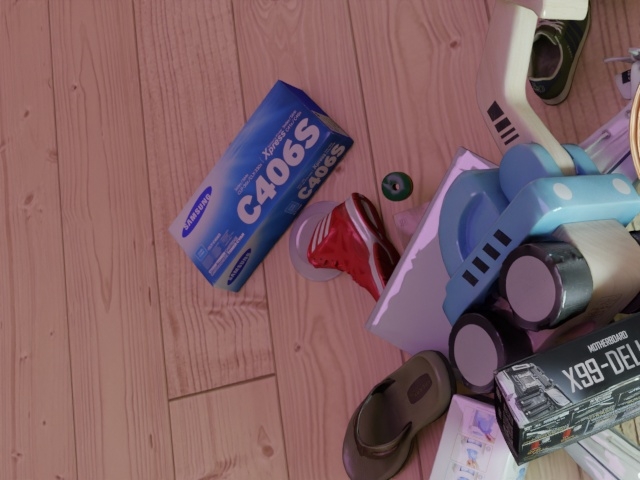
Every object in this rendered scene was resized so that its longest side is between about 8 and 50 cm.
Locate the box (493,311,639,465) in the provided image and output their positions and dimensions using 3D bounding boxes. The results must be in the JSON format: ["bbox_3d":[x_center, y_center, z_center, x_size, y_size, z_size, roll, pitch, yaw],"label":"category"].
[{"bbox_3d":[0.366,0.165,1.230,0.307,0.242,0.076,-23,66,1],"label":"box"}]

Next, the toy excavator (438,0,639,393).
[{"bbox_3d":[0.267,-0.086,1.326,0.445,0.222,0.433,62,141,29],"label":"toy excavator"}]

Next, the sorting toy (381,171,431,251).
[{"bbox_3d":[0.199,0.010,1.547,0.132,0.046,0.274,-21,87,19],"label":"sorting toy"}]

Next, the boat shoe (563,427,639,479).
[{"bbox_3d":[0.353,0.240,1.381,0.088,0.096,0.267,-50,59,11],"label":"boat shoe"}]

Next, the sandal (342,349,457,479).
[{"bbox_3d":[0.096,0.265,1.514,0.120,0.086,0.303,57,139,28],"label":"sandal"}]

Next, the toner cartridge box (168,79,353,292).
[{"bbox_3d":[-0.110,-0.093,1.779,0.348,0.075,0.165,-52,56,15],"label":"toner cartridge box"}]

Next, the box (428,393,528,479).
[{"bbox_3d":[0.225,0.329,1.432,0.103,0.114,0.203,16,89,29],"label":"box"}]

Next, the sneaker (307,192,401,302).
[{"bbox_3d":[0.058,0.044,1.634,0.128,0.087,0.221,-35,57,28],"label":"sneaker"}]

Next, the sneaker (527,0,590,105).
[{"bbox_3d":[0.349,-0.303,1.498,0.064,0.086,0.192,10,86,36],"label":"sneaker"}]

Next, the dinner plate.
[{"bbox_3d":[0.000,0.000,1.721,0.141,0.017,0.141,-7,77,32],"label":"dinner plate"}]

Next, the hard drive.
[{"bbox_3d":[0.224,0.044,1.492,0.203,0.040,0.307,29,99,10],"label":"hard drive"}]

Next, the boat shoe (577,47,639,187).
[{"bbox_3d":[0.450,-0.206,1.375,0.156,0.136,0.367,47,115,14],"label":"boat shoe"}]

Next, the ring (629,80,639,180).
[{"bbox_3d":[0.559,-0.146,1.259,0.336,0.032,0.336,5,112,13],"label":"ring"}]
